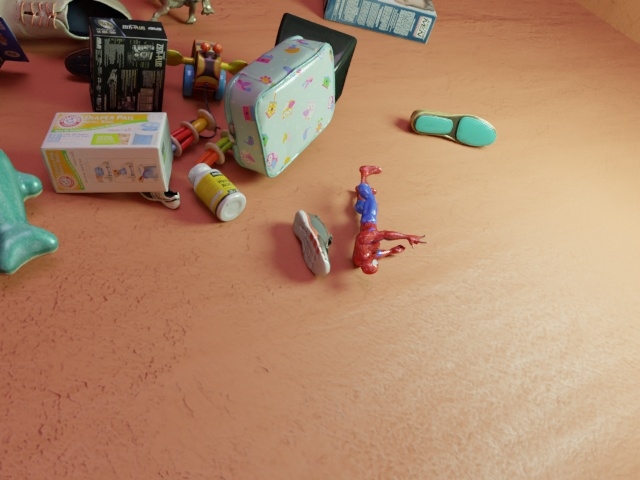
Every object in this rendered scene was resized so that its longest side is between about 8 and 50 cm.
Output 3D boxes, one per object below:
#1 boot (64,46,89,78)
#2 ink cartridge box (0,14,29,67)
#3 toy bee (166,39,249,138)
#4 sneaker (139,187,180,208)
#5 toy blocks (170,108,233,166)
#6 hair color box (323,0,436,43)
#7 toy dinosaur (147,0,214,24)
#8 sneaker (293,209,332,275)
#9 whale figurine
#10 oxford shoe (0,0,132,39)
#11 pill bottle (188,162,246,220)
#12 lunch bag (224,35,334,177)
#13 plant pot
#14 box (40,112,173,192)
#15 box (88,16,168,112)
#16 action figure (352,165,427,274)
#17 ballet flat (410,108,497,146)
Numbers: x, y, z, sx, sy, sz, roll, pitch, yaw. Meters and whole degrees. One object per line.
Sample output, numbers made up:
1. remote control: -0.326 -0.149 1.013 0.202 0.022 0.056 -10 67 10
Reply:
1. boot: -0.483 -0.420 1.392 0.219 0.082 0.106 -12 31 -27
2. ink cartridge box: -0.714 -0.390 1.170 0.223 0.223 0.045 5 82 -12
3. toy bee: -0.248 -0.391 1.367 0.195 0.162 0.298 -13 51 -32
4. sneaker: -0.301 -0.091 1.128 0.083 0.037 0.032 20 44 3
5. toy blocks: -0.257 -0.189 1.232 0.123 0.054 0.148 40 60 7
6. hair color box: 0.188 -0.758 1.943 0.347 0.105 0.174 10 44 -11
7. toy dinosaur: -0.377 -0.693 1.590 0.127 0.295 0.200 -12 88 -61
8. sneaker: 0.000 0.000 1.129 0.064 0.061 0.158 2 45 -27
9. whale figurine: -0.535 -0.065 0.939 0.272 0.141 0.216 38 45 18
10. oxford shoe: -0.624 -0.520 1.347 0.396 0.141 0.146 -9 24 -27
11. pill bottle: -0.201 -0.095 1.148 0.065 0.065 0.116 -26 59 -38
12. lunch bag: -0.081 -0.272 1.245 0.107 0.224 0.279 26 54 24
13. plant pot: -0.040 -0.395 1.444 0.187 0.188 0.167 20 55 1
14. box: -0.382 -0.161 1.095 0.203 0.103 0.114 -1 45 -5
15. box: -0.407 -0.366 1.266 0.147 0.180 0.078 -5 48 -24
16. action figure: 0.130 -0.032 1.180 0.139 0.091 0.280 8 43 1
17. ballet flat: 0.342 -0.300 1.551 0.232 0.080 0.073 11 28 -11
